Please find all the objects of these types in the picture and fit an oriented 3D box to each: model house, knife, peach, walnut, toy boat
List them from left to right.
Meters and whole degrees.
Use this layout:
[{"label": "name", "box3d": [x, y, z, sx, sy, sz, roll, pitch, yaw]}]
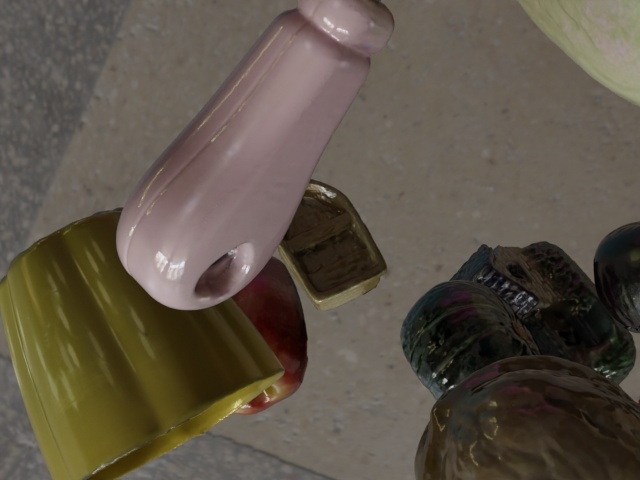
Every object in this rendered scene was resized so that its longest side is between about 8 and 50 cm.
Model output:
[{"label": "peach", "box3d": [-0.138, 0.138, 1.816, 0.245, 0.248, 0.275, 27, 36, -29]}, {"label": "toy boat", "box3d": [0.000, 0.000, 1.442, 0.116, 0.061, 0.188, -25, 64, -11]}, {"label": "knife", "box3d": [0.019, -0.114, 0.378, 0.043, 0.081, 0.336, 41, 111, 25]}, {"label": "model house", "box3d": [0.329, 0.164, 1.836, 0.284, 0.243, 0.298, 4, 44, -44]}, {"label": "walnut", "box3d": [0.176, 0.194, 0.860, 0.224, 0.224, 0.224, 3, 79, -14]}]

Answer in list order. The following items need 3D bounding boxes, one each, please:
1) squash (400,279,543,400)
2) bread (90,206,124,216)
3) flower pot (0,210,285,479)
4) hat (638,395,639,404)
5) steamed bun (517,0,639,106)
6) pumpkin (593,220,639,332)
[{"label": "squash", "box3d": [0.231, 0.178, 1.580, 0.165, 0.252, 0.252, -35, 90, 13]}, {"label": "bread", "box3d": [-0.305, 0.024, 1.707, 0.139, 0.229, 0.143, 17, 79, -32]}, {"label": "flower pot", "box3d": [-0.155, 0.079, 0.850, 0.195, 0.195, 0.179, -29, 81, -18]}, {"label": "hat", "box3d": [0.531, 0.251, 1.519, 0.162, 0.093, 0.112, 14, 82, -3]}, {"label": "steamed bun", "box3d": [0.365, -0.279, 0.993, 0.371, 0.290, 0.456, -17, 52, -32]}, {"label": "pumpkin", "box3d": [0.510, 0.041, 1.579, 0.233, 0.233, 0.163, -18, 96, -17]}]
